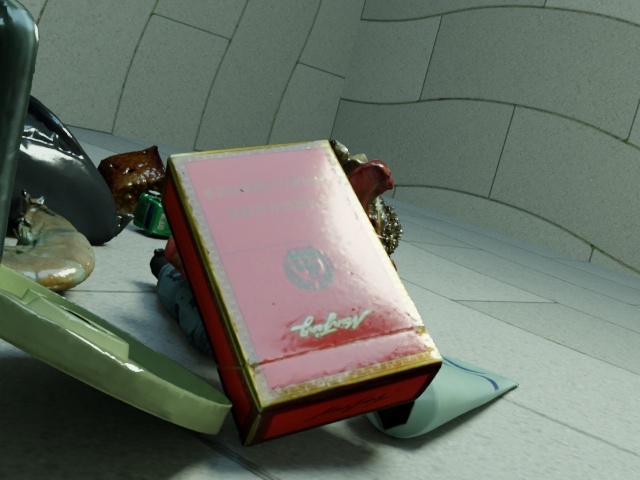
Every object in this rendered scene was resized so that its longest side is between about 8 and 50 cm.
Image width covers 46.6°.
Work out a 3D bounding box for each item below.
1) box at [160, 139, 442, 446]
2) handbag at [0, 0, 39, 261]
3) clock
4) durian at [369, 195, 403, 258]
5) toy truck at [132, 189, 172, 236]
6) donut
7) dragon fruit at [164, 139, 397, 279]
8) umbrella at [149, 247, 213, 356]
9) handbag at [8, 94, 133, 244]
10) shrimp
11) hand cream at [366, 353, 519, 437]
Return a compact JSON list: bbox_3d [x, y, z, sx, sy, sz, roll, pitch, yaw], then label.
[{"bbox_3d":[-0.024,0.029,0.602,0.153,0.074,0.240,-7,54,-28],"label":"box"},{"bbox_3d":[-0.252,-0.012,0.383,0.247,0.260,0.079,18,10,39],"label":"handbag"},{"bbox_3d":[-0.164,0.063,0.501,0.235,0.029,0.235,27,-11,6],"label":"clock"},{"bbox_3d":[0.072,-0.033,1.428,0.196,0.167,0.196,19,24,-9],"label":"durian"},{"bbox_3d":[-0.229,-0.035,1.227,0.147,0.065,0.079,8,14,-44],"label":"toy truck"},{"bbox_3d":[-0.337,-0.110,1.336,0.126,0.144,0.187,-11,45,-23],"label":"donut"},{"bbox_3d":[0.000,0.000,0.752,0.262,0.212,0.134,23,-4,-24],"label":"dragon fruit"},{"bbox_3d":[-0.141,0.061,0.794,0.052,0.053,0.250,22,3,-29],"label":"umbrella"},{"bbox_3d":[-0.428,-0.120,1.055,0.275,0.178,0.302,8,10,-35],"label":"handbag"},{"bbox_3d":[-0.338,0.005,0.811,0.145,0.059,0.254,-10,28,-35],"label":"shrimp"},{"bbox_3d":[0.123,0.144,0.752,0.109,0.067,0.320,17,1,24],"label":"hand cream"}]
